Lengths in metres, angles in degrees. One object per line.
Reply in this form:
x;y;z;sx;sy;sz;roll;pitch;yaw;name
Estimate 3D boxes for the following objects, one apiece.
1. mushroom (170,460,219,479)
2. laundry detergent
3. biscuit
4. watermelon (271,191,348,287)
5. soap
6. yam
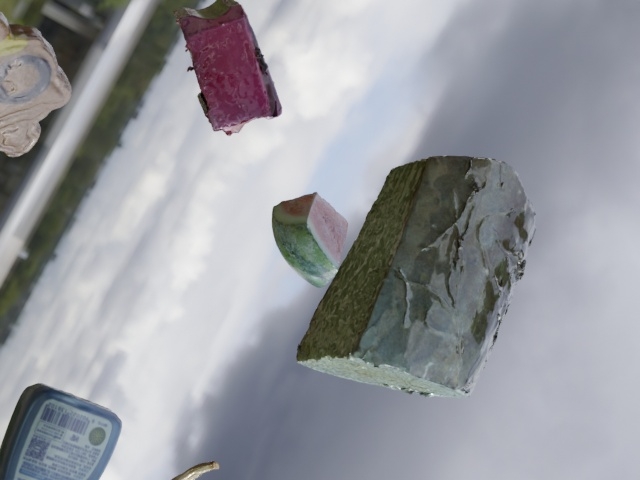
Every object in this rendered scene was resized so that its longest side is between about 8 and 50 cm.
-0.208;0.274;1.476;0.286;0.026;0.028;-31;-123;27;mushroom
-0.378;0.340;1.934;0.094;0.143;0.289;9;-107;59;laundry detergent
-0.446;-0.199;1.949;0.290;0.208;0.041;69;-4;-56;biscuit
-0.004;-0.001;1.425;0.072;0.084;0.092;-47;-132;-6;watermelon
-0.133;-0.242;1.950;0.099;0.162;0.250;-23;-163;-3;soap
0.124;0.039;1.646;0.202;0.201;0.271;-1;-109;64;yam
